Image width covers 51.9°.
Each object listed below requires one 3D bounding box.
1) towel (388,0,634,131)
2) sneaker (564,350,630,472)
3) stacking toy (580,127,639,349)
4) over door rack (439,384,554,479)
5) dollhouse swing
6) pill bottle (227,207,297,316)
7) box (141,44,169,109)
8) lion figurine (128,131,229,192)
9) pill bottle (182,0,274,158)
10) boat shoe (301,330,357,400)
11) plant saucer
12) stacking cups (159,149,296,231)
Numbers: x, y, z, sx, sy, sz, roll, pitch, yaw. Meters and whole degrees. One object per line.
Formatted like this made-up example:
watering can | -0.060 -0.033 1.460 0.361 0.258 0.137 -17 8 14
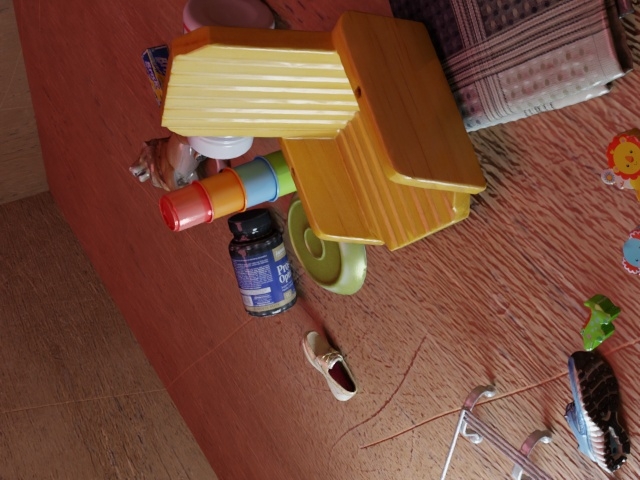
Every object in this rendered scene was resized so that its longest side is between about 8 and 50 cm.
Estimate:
towel | 0.194 -0.291 0.758 0.324 0.056 0.312 -8 100 62
sneaker | 0.338 0.218 0.845 0.073 0.063 0.162 6 115 61
stacking toy | 0.313 -0.019 0.614 0.052 0.166 0.221 37 140 42
over door rack | 0.280 0.415 1.004 0.239 0.108 0.324 37 119 41
dollhouse swing | -0.025 -0.113 0.912 0.315 0.304 0.347 70 159 5
pill bottle | -0.132 0.047 1.444 0.122 0.122 0.219 14 122 55
box | -0.387 -0.393 1.633 0.059 0.054 0.169 -3 108 60
lion figurine | -0.336 -0.226 1.614 0.392 0.142 0.240 -43 64 45
pill bottle | -0.180 -0.304 1.241 0.161 0.161 0.283 50 147 28
boat shoe | 0.024 0.260 1.403 0.170 0.063 0.059 54 147 4
plant saucer | 0.000 0.000 1.281 0.241 0.037 0.241 39 140 42
stacking cups | -0.123 -0.103 1.128 0.096 0.316 0.096 39 139 44
